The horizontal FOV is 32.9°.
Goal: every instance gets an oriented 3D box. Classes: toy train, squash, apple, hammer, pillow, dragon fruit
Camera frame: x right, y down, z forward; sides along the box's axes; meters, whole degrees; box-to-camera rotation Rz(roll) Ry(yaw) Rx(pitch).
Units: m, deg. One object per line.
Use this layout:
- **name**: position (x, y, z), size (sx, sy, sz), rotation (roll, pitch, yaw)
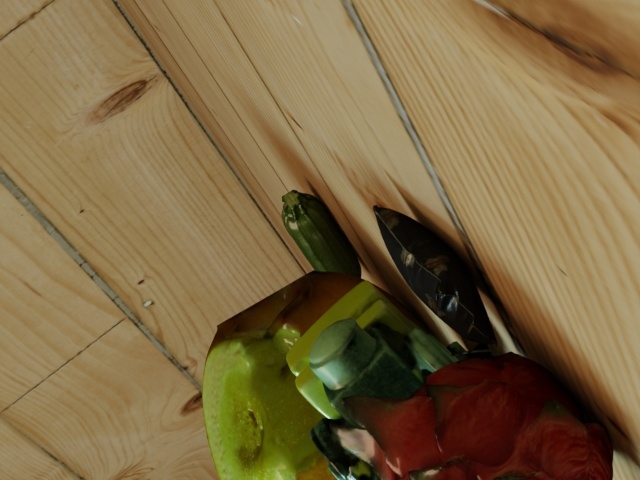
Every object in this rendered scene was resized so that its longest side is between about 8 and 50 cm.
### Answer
- **toy train**: position (0.143, 0.230, 1.167), size (0.442, 0.179, 0.272), rotation (45, -178, -14)
- **squash**: position (0.000, 0.000, 1.673), size (0.219, 0.068, 0.077), rotation (56, -169, -41)
- **apple**: position (0.007, 0.221, 1.509), size (0.374, 0.374, 0.384), rotation (53, -169, -2)
- **hammer**: position (0.145, 0.086, 1.094), size (0.078, 0.021, 0.201), rotation (42, 171, 41)
- **pillow**: position (0.099, 0.028, 0.943), size (0.090, 0.048, 0.150), rotation (66, 174, -33)
- **dragon fruit**: position (0.133, 0.188, 0.908), size (0.192, 0.193, 0.274), rotation (53, 169, -35)
